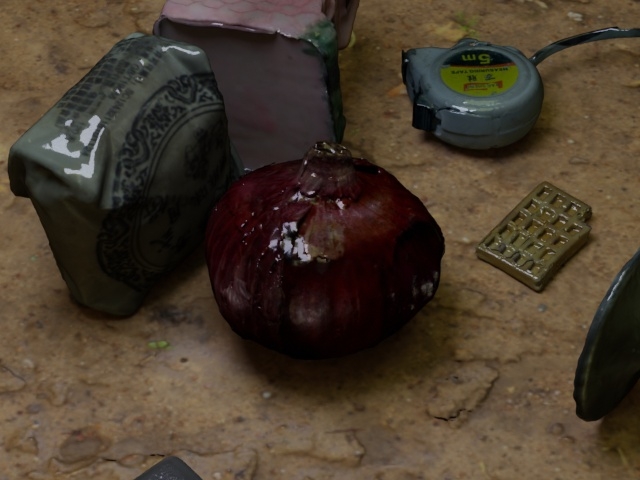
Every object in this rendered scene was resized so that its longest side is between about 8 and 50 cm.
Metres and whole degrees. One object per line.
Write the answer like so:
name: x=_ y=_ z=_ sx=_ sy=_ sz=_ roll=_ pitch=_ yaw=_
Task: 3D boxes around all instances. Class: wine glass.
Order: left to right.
wine glass: x=0.452 y=0.156 z=1.399 sx=0.406 sy=0.267 sz=0.267 roll=26 pitch=52 yaw=26

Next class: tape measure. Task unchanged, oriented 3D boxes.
tape measure: x=0.266 y=-0.178 z=1.810 sx=0.330 sy=0.084 sz=0.164 roll=-4 pitch=49 yaw=-1

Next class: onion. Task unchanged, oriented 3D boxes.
onion: x=0.000 y=0.000 z=1.557 sx=0.252 sy=0.219 sz=0.252 roll=3 pitch=39 yaw=-3

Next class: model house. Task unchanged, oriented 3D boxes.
model house: x=-0.048 y=-0.224 z=1.751 sx=0.202 sy=0.237 sz=0.237 roll=7 pitch=49 yaw=15

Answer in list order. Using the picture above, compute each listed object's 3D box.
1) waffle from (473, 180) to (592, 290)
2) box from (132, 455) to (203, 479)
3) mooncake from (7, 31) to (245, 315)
waffle: x=0.242 y=-0.007 z=1.697 sx=0.092 sy=0.021 sz=0.135 roll=31 pitch=55 yaw=28
box: x=-0.093 y=0.302 z=1.387 sx=0.103 sy=0.055 sz=0.244 roll=-33 pitch=56 yaw=-27
mooncake: x=-0.185 y=-0.073 z=1.586 sx=0.136 sy=0.250 sz=0.254 roll=24 pitch=63 yaw=22
